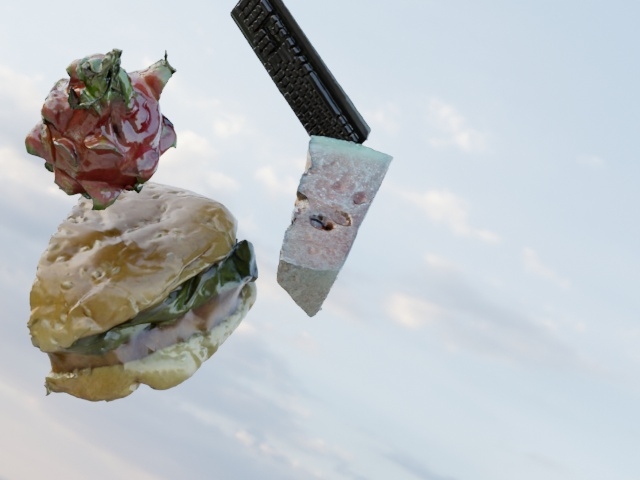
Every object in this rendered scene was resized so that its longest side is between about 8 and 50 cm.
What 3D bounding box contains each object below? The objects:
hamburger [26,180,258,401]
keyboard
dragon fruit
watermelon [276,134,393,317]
[{"bbox_3d":[-0.175,0.036,1.348,0.209,0.330,0.162,3,-60,8],"label":"hamburger"},{"bbox_3d":[-0.027,-0.194,1.397,0.230,0.025,0.094,56,-37,6],"label":"keyboard"},{"bbox_3d":[-0.212,-0.129,1.197,0.135,0.137,0.236,26,-38,2],"label":"dragon fruit"},{"bbox_3d":[0.000,0.000,1.259,0.094,0.154,0.241,18,25,1],"label":"watermelon"}]
